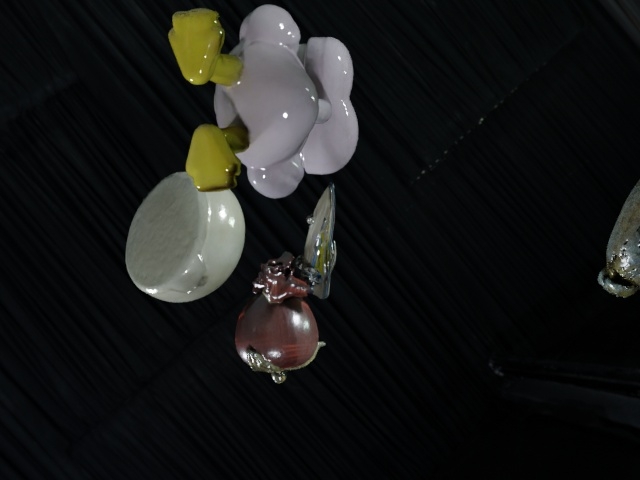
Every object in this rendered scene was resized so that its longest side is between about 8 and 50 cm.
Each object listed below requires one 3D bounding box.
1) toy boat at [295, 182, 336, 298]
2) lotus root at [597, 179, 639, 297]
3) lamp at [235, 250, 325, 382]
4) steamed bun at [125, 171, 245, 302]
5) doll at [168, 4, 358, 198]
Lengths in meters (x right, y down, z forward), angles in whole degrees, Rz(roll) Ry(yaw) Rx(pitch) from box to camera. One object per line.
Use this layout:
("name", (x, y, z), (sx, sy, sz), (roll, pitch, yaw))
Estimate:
("toy boat", (0.000, 0.000, 0.796), (0.084, 0.066, 0.210), (-117, -147, -60))
("lotus root", (0.336, -0.008, 0.464), (0.088, 0.088, 0.165), (-46, 158, -64))
("lamp", (-0.084, 0.148, 0.834), (0.151, 0.223, 0.215), (-22, -179, -16))
("steamed bun", (-0.275, -0.002, 1.012), (0.283, 0.283, 0.177), (-39, 147, 19))
("doll", (-0.021, -0.133, 0.466), (0.095, 0.160, 0.365), (0, -164, 12))
